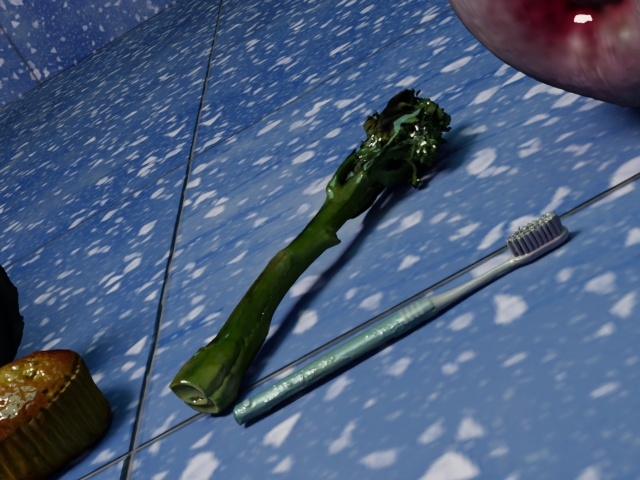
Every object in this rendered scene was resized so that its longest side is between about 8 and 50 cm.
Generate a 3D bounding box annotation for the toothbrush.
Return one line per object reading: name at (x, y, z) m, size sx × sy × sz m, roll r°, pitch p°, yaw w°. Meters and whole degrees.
toothbrush at (0.033, 0.034, 0.464) m, size 0.167 × 0.014 × 0.011 m, roll -31°, pitch 28°, yaw 4°

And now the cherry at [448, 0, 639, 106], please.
cherry at (0.161, -0.155, 0.482) m, size 0.266 × 0.183 × 0.213 m, roll -20°, pitch 26°, yaw -40°

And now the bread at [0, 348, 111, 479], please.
bread at (-0.155, 0.089, 0.553) m, size 0.085 × 0.053 × 0.085 m, roll -28°, pitch 20°, yaw 11°

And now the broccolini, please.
broccolini at (0.007, 0.003, 0.573) m, size 0.058 × 0.071 × 0.254 m, roll 21°, pitch 50°, yaw 13°

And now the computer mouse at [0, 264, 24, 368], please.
computer mouse at (-0.296, 0.096, 0.566) m, size 0.295 × 0.168 × 0.087 m, roll -44°, pitch 30°, yaw -26°
